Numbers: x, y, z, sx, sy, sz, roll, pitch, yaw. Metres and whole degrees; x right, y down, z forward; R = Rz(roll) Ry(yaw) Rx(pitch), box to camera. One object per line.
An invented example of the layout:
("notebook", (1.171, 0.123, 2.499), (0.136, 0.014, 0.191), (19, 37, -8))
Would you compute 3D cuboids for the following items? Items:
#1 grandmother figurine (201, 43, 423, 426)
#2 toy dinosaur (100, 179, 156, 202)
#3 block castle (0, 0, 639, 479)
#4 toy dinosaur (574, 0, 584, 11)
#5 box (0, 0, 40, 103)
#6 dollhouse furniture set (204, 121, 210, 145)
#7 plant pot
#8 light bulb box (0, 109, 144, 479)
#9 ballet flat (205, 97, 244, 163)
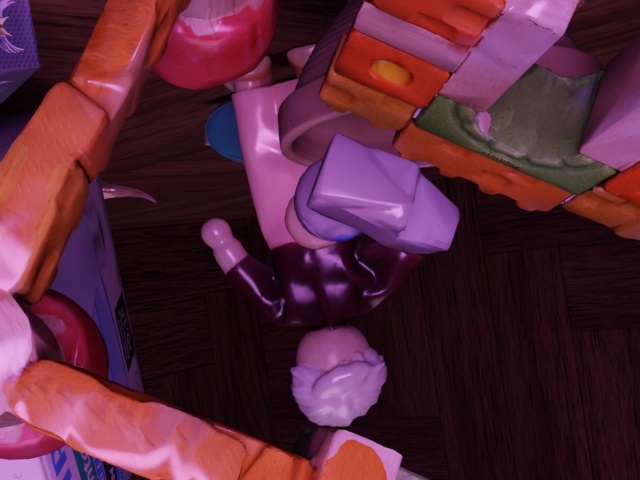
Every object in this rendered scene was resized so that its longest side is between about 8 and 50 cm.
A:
("grandmother figurine", (0.000, 0.000, 0.868), (0.207, 0.343, 0.104), (-8, 179, 17))
("toy dinosaur", (-0.314, -0.074, 1.246), (0.183, 0.093, 0.053), (-8, 179, -10))
("block castle", (0.069, 0.031, 0.457), (0.453, 0.303, 0.213), (23, 167, -4))
("toy dinosaur", (0.155, -0.166, 0.816), (0.112, 0.064, 0.211), (-9, 180, -12))
("box", (-0.302, -0.102, 0.604), (0.183, 0.059, 0.232), (-10, 180, -31))
("dollhouse furniture set", (-0.022, -0.103, 1.168), (0.181, 0.101, 0.161), (-9, 171, 39))
("plant pot", (0.083, -0.128, 0.690), (0.237, 0.110, 0.237), (-6, 174, -1))
("light bulb box", (-0.308, 0.091, 0.814), (0.225, 0.358, 0.361), (-9, -163, -1))
("ballet flat", (-0.012, -0.132, 0.998), (0.247, 0.083, 0.087), (-7, -166, 41))
